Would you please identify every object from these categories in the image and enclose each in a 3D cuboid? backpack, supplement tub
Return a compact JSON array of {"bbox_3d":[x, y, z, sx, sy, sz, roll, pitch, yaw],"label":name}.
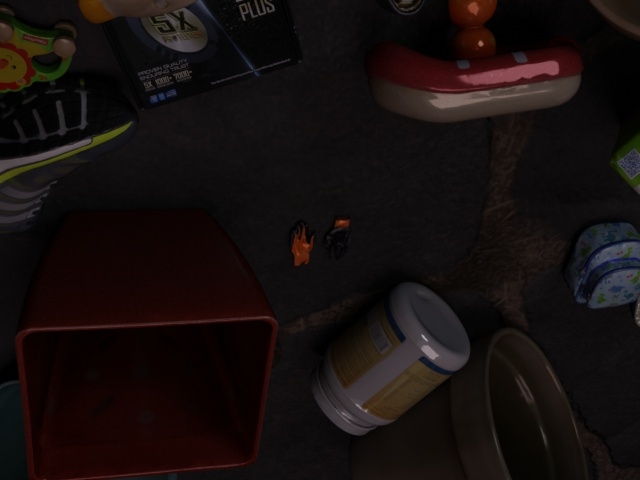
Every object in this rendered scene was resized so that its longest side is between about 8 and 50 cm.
[{"bbox_3d":[0.409,0.036,1.353,0.105,0.084,0.114,-7,131,-12],"label":"backpack"},{"bbox_3d":[0.095,0.168,1.350,0.144,0.144,0.199,28,120,-35],"label":"supplement tub"}]

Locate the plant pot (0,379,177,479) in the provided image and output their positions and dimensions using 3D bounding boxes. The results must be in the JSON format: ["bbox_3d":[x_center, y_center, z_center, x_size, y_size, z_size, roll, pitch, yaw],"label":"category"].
[{"bbox_3d":[-0.324,0.326,1.322,0.196,0.293,0.293,-1,140,-53],"label":"plant pot"}]

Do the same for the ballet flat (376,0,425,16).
[{"bbox_3d":[0.088,-0.311,0.948,0.074,0.074,0.203,-6,133,-10],"label":"ballet flat"}]

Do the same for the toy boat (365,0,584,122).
[{"bbox_3d":[0.161,-0.212,1.036,0.231,0.151,0.151,-9,104,-7],"label":"toy boat"}]

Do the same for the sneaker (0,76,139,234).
[{"bbox_3d":[-0.327,-0.078,1.046,0.300,0.111,0.121,-20,145,12],"label":"sneaker"}]

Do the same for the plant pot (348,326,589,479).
[{"bbox_3d":[0.208,0.321,1.448,0.280,0.323,0.323,-22,137,31],"label":"plant pot"}]

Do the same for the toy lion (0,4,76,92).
[{"bbox_3d":[-0.309,-0.188,0.986,0.100,0.034,0.096,11,136,-24],"label":"toy lion"}]

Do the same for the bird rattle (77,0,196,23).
[{"bbox_3d":[-0.129,-0.280,0.839,0.253,0.207,0.143,-8,153,5],"label":"bird rattle"}]

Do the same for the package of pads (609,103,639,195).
[{"bbox_3d":[0.441,-0.151,1.056,0.229,0.296,0.101,-42,89,24],"label":"package of pads"}]

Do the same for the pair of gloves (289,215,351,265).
[{"bbox_3d":[0.000,0.000,1.259,0.083,0.010,0.074,-8,133,-12],"label":"pair of gloves"}]

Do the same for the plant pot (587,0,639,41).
[{"bbox_3d":[0.374,-0.301,0.962,0.237,0.237,0.110,-34,164,17],"label":"plant pot"}]

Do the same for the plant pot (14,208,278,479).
[{"bbox_3d":[-0.212,0.105,1.144,0.267,0.236,0.267,-1,132,-14],"label":"plant pot"}]

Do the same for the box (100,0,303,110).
[{"bbox_3d":[-0.123,-0.231,0.960,0.180,0.077,0.147,-16,134,1],"label":"box"}]

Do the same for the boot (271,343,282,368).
[{"bbox_3d":[-0.155,0.191,1.330,0.219,0.106,0.082,0,133,-15],"label":"boot"}]

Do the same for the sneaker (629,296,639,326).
[{"bbox_3d":[0.490,0.050,1.414,0.058,0.084,0.152,11,98,7],"label":"sneaker"}]
